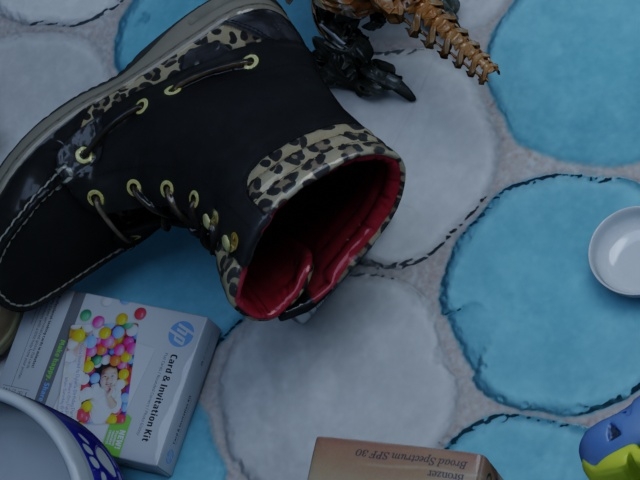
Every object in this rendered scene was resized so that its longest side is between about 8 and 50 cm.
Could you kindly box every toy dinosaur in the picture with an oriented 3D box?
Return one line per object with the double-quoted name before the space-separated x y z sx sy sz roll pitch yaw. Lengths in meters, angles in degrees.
"toy dinosaur" 0.030 -0.231 1.737 0.164 0.218 0.322 -27 59 5

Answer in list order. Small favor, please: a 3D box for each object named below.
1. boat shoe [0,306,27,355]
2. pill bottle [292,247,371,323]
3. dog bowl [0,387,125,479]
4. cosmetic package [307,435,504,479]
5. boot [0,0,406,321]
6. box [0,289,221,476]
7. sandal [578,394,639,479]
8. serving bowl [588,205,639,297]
"boat shoe" -0.444 0.082 1.824 0.341 0.110 0.122 -13 62 14
"pill bottle" 0.000 0.000 1.720 0.078 0.078 0.137 38 82 30
"dog bowl" -0.298 0.260 1.668 0.264 0.104 0.265 -6 74 20
"cosmetic package" 0.049 0.318 1.522 0.153 0.129 0.296 3 68 20
"boot" -0.120 -0.027 1.677 0.377 0.138 0.284 -40 45 -3
"box" -0.199 0.125 1.757 0.186 0.038 0.145 11 71 23
"sandal" 0.346 0.104 1.529 0.317 0.126 0.138 -25 56 -2
"serving bowl" 0.271 0.013 1.644 0.083 0.027 0.083 -8 64 16
